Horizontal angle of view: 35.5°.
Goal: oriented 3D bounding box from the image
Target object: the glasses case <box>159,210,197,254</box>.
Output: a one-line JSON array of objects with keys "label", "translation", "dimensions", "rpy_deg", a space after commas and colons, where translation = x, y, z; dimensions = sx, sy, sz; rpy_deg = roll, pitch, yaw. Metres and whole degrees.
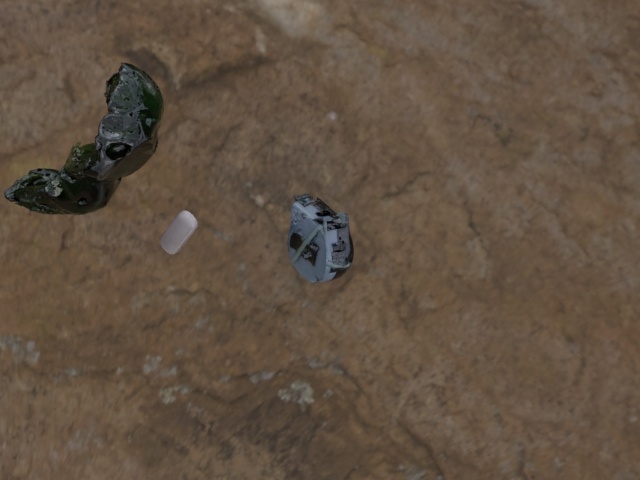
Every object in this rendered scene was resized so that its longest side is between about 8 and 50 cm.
[{"label": "glasses case", "translation": [-0.198, -0.011, 1.393], "dimensions": [0.032, 0.083, 0.021], "rpy_deg": [43, 42, 2]}]

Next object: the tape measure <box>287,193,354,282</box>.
[{"label": "tape measure", "translation": [0.000, 0.002, 1.171], "dimensions": [0.054, 0.094, 0.091], "rpy_deg": [-16, 30, -36]}]

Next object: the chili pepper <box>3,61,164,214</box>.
[{"label": "chili pepper", "translation": [-0.285, -0.113, 1.320], "dimensions": [0.148, 0.264, 0.116], "rpy_deg": [-9, 59, -54]}]
